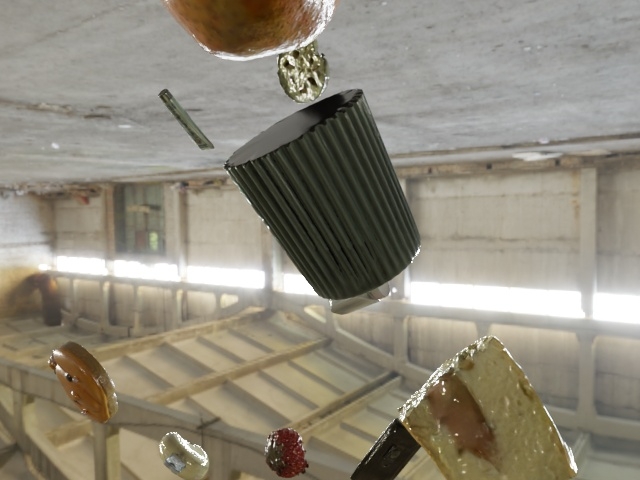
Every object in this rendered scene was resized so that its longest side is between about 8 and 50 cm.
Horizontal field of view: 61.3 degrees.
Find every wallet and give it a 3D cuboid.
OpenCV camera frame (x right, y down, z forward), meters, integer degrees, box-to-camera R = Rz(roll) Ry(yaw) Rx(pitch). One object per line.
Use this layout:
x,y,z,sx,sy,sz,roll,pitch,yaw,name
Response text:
0.215,0.673,1.684,0.169,0.245,0.052,34,-176,-34,wallet

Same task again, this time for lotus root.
-0.033,-0.483,1.517,0.078,0.183,0.204,-20,-159,-38,lotus root

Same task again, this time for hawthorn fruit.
-0.137,-0.618,1.102,0.472,0.471,0.472,-1,-177,0,hawthorn fruit

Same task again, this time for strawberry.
-0.104,0.612,1.553,0.145,0.145,0.086,2,175,44,strawberry

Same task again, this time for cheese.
-0.372,0.614,1.491,0.163,0.071,0.249,44,167,-14,cheese

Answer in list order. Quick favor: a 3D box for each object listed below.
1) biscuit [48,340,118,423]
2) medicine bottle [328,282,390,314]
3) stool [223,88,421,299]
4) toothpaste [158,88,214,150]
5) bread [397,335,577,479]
-0.434,0.253,0.967,0.170,0.170,0.050,2,-152,40,biscuit
0.117,0.167,1.626,0.183,0.069,0.119,-25,152,35,medicine bottle
0.019,-0.082,1.071,0.297,0.330,0.297,-25,-159,10,stool
-0.423,-0.373,1.706,0.062,0.039,0.239,-4,138,34,toothpaste
0.238,0.286,0.828,0.184,0.224,0.211,-36,171,-9,bread
